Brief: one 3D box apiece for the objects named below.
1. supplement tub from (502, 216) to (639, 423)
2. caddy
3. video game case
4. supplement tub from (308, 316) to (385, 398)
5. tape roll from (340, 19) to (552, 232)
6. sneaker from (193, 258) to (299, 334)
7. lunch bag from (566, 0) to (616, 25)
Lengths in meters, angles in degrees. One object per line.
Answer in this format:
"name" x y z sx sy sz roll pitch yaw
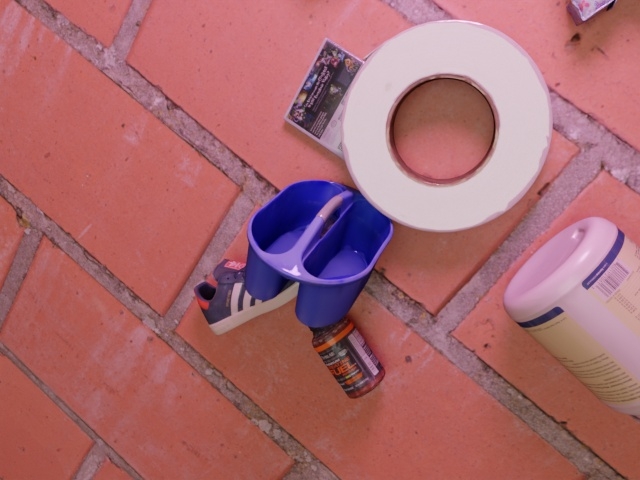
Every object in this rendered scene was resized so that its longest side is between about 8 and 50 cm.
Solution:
"supplement tub" 0.512 0.144 0.867 0.325 0.235 0.235 44 113 5
"caddy" 0.000 0.000 0.974 0.241 0.341 0.179 25 127 12
"video game case" 0.036 -0.291 1.049 0.173 0.022 0.190 35 112 8
"supplement tub" 0.051 0.246 1.126 0.106 0.106 0.198 -36 89 23
"tape roll" 0.230 -0.210 0.959 0.391 0.072 0.392 4 106 16
"sneaker" -0.154 0.089 1.147 0.350 0.131 0.148 -30 96 23
"lunch bag" 0.465 -0.405 0.841 0.083 0.071 0.053 -33 93 22
